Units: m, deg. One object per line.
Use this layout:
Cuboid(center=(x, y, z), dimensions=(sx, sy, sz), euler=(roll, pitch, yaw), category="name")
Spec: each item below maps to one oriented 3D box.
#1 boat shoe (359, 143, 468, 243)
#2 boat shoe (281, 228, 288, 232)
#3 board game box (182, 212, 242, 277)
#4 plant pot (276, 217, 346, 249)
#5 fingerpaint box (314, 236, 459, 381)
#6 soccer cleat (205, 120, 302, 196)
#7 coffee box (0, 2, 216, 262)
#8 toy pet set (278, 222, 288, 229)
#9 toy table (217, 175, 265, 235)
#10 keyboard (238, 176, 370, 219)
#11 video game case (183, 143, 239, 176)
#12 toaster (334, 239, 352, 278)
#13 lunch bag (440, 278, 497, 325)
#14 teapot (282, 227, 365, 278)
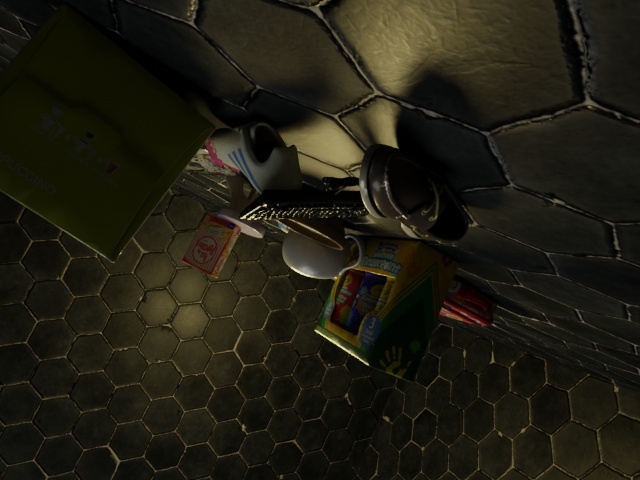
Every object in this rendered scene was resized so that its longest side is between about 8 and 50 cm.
Cuboid(center=(0.165, -0.067, 0.777), dimensions=(0.096, 0.117, 0.324), euler=(16, 173, 32), category="boat shoe")
Cuboid(center=(-0.095, -0.053, 2.004), dimensions=(0.169, 0.063, 0.059), euler=(14, 168, 13), category="boat shoe")
Cuboid(center=(-0.383, 0.017, 1.652), dimensions=(0.146, 0.194, 0.045), euler=(20, 170, 29), category="board game box")
Cuboid(center=(-0.017, -0.070, 1.387), dimensions=(0.237, 0.110, 0.237), euler=(26, 173, 3), category="plant pot")
Cuboid(center=(0.185, 0.188, 1.496), dimensions=(0.163, 0.371, 0.444), euler=(26, 174, -19), category="fingerpaint box")
Cuboid(center=(-0.141, -0.199, 0.982), dimensions=(0.331, 0.116, 0.143), euler=(39, 139, 39), category="soccer cleat")
Cuboid(center=(-0.476, -0.193, 0.986), dimensions=(0.337, 0.338, 0.334), euler=(38, 169, -20), category="coffee box")
Cuboid(center=(-0.165, -0.087, 1.960), dimensions=(0.114, 0.065, 0.122), euler=(21, 172, 35), category="toy pet set")
Cuboid(center=(-0.251, -0.119, 1.644), dimensions=(0.252, 0.161, 0.274), euler=(30, 171, -26), category="toy table")
Cuboid(center=(0.020, -0.077, 0.913), dimensions=(0.317, 0.033, 0.201), euler=(-5, 163, -36), category="keyboard")
Cuboid(center=(-0.372, -0.245, 1.364), dimensions=(0.210, 0.042, 0.232), euler=(6, 171, 14), category="video game case")
Cuboid(center=(0.072, 0.074, 1.885), dimensions=(0.110, 0.168, 0.186), euler=(26, 174, 5), category="toaster")
Cuboid(center=(0.482, 0.207, 1.671), dimensions=(0.293, 0.120, 0.258), euler=(28, 169, -28), category="lunch bag")
Cuboid(center=(0.000, 0.000, 1.586), dimensions=(0.255, 0.187, 0.253), euler=(10, -154, -12), category="teapot")
